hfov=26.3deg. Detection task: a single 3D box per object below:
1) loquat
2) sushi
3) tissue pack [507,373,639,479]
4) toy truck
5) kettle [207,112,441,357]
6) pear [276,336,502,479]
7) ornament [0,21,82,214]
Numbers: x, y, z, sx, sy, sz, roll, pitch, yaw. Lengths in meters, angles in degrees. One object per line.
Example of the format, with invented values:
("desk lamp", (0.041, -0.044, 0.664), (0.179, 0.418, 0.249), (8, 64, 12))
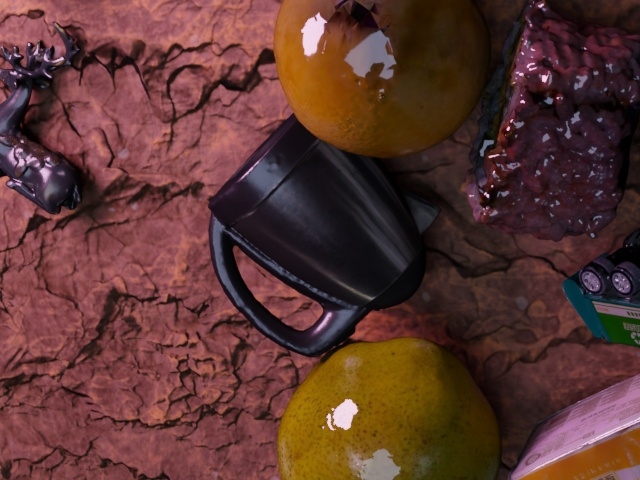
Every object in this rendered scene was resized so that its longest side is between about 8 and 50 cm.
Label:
("loquat", (0.072, -0.227, 1.608), (0.263, 0.263, 0.263), (7, 111, 19))
("sushi", (0.273, -0.138, 1.582), (0.171, 0.236, 0.270), (11, 121, -2))
("tissue pack", (0.370, 0.264, 1.708), (0.225, 0.185, 0.124), (-31, 96, 28))
("toy truck", (0.405, 0.061, 1.617), (0.253, 0.114, 0.124), (11, 126, 52))
("kettle", (0.011, -0.010, 1.729), (0.271, 0.251, 0.207), (43, 147, -8))
("pear", (0.090, 0.272, 1.769), (0.294, 0.294, 0.294), (7, 111, 19))
("ornament", (-0.379, -0.174, 1.899), (0.202, 0.080, 0.236), (36, 117, 10))
